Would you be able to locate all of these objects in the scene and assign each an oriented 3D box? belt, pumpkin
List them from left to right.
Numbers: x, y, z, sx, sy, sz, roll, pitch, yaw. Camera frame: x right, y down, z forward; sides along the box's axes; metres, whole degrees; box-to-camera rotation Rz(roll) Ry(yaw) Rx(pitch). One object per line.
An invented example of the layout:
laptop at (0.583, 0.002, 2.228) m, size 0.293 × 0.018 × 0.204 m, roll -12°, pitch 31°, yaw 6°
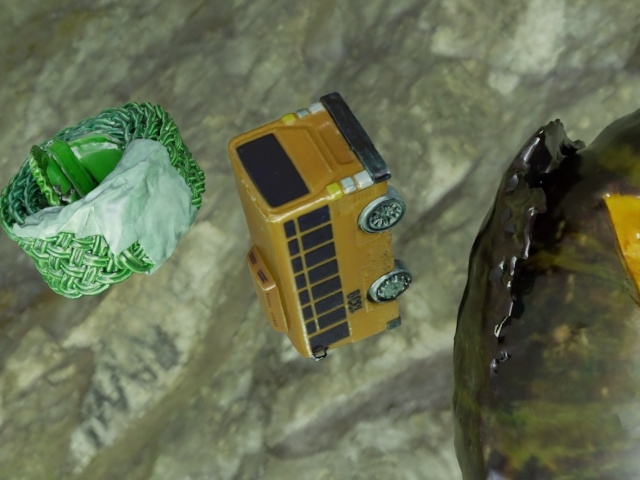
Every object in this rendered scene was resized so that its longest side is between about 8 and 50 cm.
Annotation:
belt at (-0.141, -0.035, 0.660) m, size 0.121 × 0.079 × 0.151 m, roll -19°, pitch -147°, yaw 11°
pumpkin at (0.213, 0.076, 0.468) m, size 0.320 × 0.320 × 0.192 m, roll -45°, pitch 170°, yaw 0°

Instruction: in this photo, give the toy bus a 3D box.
toy bus at (0.000, 0.000, 0.807) m, size 0.114 × 0.201 × 0.098 m, roll -23°, pitch -126°, yaw -10°
